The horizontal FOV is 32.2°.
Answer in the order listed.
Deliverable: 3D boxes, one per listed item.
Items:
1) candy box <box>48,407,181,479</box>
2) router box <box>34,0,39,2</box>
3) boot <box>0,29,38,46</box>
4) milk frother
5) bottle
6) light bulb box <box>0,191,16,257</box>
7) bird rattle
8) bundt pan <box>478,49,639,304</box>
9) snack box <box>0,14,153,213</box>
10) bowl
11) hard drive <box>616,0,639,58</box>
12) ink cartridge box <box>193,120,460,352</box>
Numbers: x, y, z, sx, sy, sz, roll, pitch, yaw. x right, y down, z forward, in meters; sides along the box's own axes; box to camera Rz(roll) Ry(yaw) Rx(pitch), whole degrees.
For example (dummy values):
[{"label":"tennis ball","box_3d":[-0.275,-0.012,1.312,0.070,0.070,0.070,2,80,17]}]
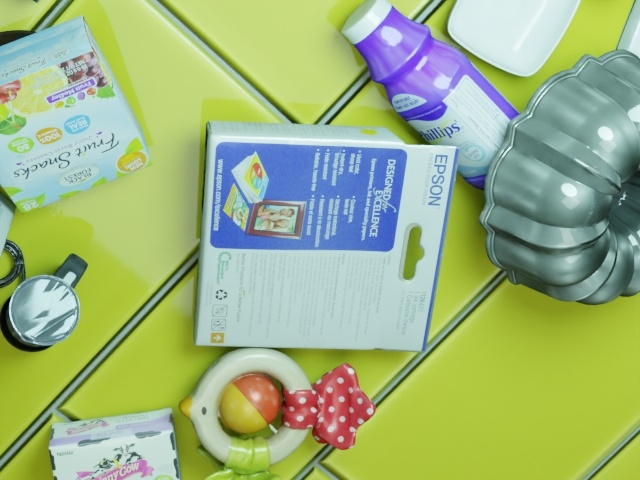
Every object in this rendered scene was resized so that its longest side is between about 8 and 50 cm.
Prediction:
[{"label":"candy box","box_3d":[-0.270,0.337,1.506,0.165,0.070,0.196,-7,110,-6]},{"label":"router box","box_3d":[-0.327,-0.383,1.263,0.133,0.046,0.179,35,100,-17]},{"label":"boot","box_3d":[-0.374,-0.190,1.324,0.219,0.082,0.106,7,133,-20]},{"label":"milk frother","box_3d":[-0.368,0.062,1.362,0.143,0.135,0.129,19,74,-17]},{"label":"bottle","box_3d":[0.145,-0.181,1.363,0.283,0.118,0.092,43,68,-19]},{"label":"light bulb box","box_3d":[-0.551,0.051,1.212,0.358,0.361,0.225,-40,111,6]},{"label":"bird rattle","box_3d":[-0.068,0.234,1.466,0.253,0.143,0.207,-38,108,4]},{"label":"bundt pan","box_3d":[0.361,-0.060,1.366,0.331,0.124,0.330,-17,124,-27]},{"label":"snack box","box_3d":[-0.311,-0.140,1.286,0.175,0.070,0.207,-21,146,0]},{"label":"bowl","box_3d":[0.235,-0.288,1.375,0.142,0.053,0.142,26,102,-16]},{"label":"hard drive","box_3d":[0.564,-0.293,1.428,0.319,0.040,0.210,14,106,-13]},{"label":"ink cartridge box","box_3d":[0.000,0.000,1.411,0.307,0.072,0.303,1,117,-11]}]
